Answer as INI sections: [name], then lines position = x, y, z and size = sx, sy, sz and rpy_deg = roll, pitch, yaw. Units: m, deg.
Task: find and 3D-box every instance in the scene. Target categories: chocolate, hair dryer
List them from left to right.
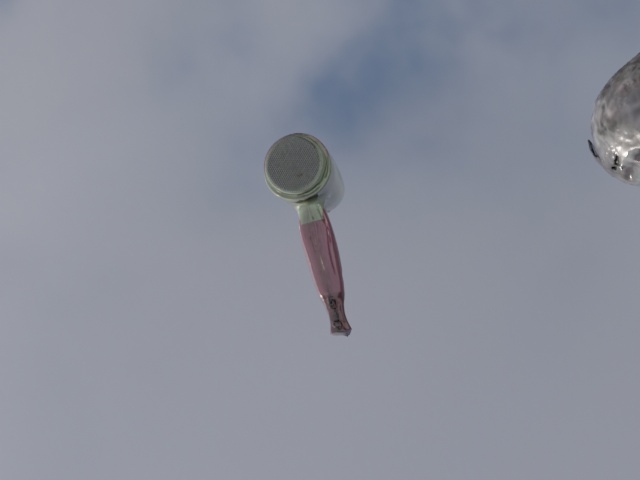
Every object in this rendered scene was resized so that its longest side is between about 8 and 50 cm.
[hair dryer]
position = -0.001, 0.001, 1.344
size = 0.054, 0.106, 0.154
rpy_deg = -12, -107, 11
[chocolate]
position = 0.276, -0.111, 1.149
size = 0.248, 0.110, 0.110
rpy_deg = -33, -148, 55
